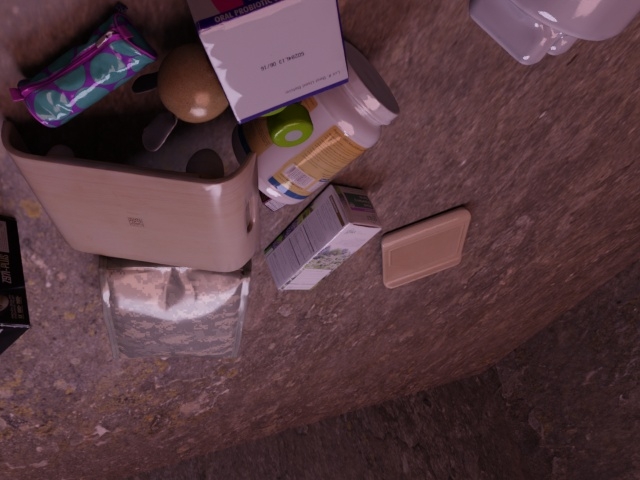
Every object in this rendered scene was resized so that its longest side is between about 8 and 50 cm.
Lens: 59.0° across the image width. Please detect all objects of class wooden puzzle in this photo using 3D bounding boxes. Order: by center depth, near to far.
[{"bbox_3d":[0.252,0.018,1.389,0.220,0.044,0.239,-20,148,-3],"label":"wooden puzzle"}]

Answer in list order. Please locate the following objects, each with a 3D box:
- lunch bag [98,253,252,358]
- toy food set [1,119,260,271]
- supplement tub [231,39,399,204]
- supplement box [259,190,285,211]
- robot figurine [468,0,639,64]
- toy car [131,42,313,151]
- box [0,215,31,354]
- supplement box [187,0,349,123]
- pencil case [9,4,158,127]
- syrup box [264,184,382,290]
[{"bbox_3d":[-0.246,0.087,0.974,0.235,0.169,0.287,2,148,-14],"label":"lunch bag"},{"bbox_3d":[-0.236,-0.061,0.763,0.305,0.093,0.220,8,149,0],"label":"toy food set"},{"bbox_3d":[-0.008,-0.158,0.771,0.199,0.144,0.144,-36,150,25],"label":"supplement tub"},{"bbox_3d":[-0.061,-0.094,0.942,0.083,0.055,0.043,-28,152,13],"label":"supplement box"},{"bbox_3d":[0.302,-0.357,0.581,0.299,0.200,0.353,-31,162,-39],"label":"robot figurine"},{"bbox_3d":[-0.126,-0.174,0.648,0.188,0.155,0.149,-21,159,11],"label":"toy car"},{"bbox_3d":[-0.490,0.073,0.793,0.147,0.180,0.077,-35,151,26],"label":"box"},{"bbox_3d":[-0.067,-0.236,0.509,0.111,0.220,0.114,-22,151,-2],"label":"supplement box"},{"bbox_3d":[-0.258,-0.187,0.623,0.151,0.065,0.070,-30,171,12],"label":"pencil case"},{"bbox_3d":[0.000,0.000,1.108,0.093,0.096,0.237,4,142,-43],"label":"syrup box"}]
